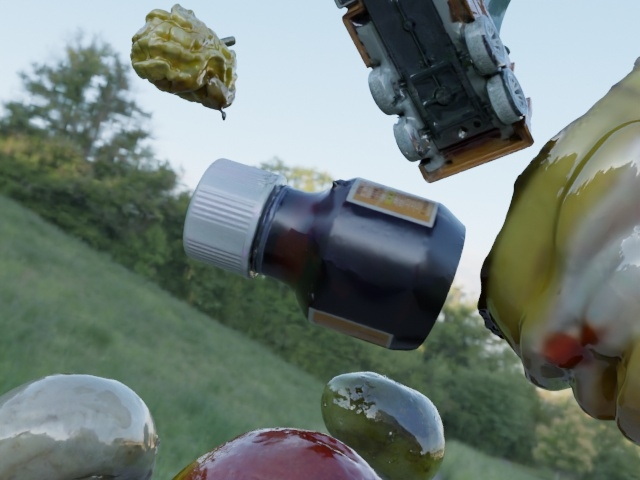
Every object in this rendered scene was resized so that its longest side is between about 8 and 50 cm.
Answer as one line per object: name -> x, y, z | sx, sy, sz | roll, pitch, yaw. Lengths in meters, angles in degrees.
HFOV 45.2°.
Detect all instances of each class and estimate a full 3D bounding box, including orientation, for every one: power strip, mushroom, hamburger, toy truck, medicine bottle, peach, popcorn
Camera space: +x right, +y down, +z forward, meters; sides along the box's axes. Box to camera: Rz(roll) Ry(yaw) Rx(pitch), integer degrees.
power strip -> 0.395, -0.479, 1.800 | 0.054, 0.253, 0.167 | 19, -23, -13
mushroom -> -0.349, 0.336, 1.037 | 0.297, 0.297, 0.290 | 21, 29, -53
hamburger -> 0.274, 0.025, 0.515 | 0.276, 0.276, 0.237 | 20, 18, -47
toy truck -> 0.141, -0.294, 1.021 | 0.173, 0.387, 0.207 | -20, 19, 30
medicine bottle -> 0.000, 0.000, 1.166 | 0.395, 0.242, 0.242 | 22, -5, 4
peach -> -0.042, 0.314, 0.720 | 0.281, 0.280, 0.238 | 9, -13, 40
popcorn -> -0.219, -0.296, 1.244 | 0.194, 0.140, 0.163 | 22, 13, -47

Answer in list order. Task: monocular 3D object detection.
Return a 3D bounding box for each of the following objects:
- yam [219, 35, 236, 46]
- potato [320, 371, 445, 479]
yam -> -0.215, -0.364, 1.451 | 0.116, 0.021, 0.021 | -20, 5, -17
potato -> 0.136, 0.386, 1.620 | 0.307, 0.210, 0.173 | 35, -35, -21
